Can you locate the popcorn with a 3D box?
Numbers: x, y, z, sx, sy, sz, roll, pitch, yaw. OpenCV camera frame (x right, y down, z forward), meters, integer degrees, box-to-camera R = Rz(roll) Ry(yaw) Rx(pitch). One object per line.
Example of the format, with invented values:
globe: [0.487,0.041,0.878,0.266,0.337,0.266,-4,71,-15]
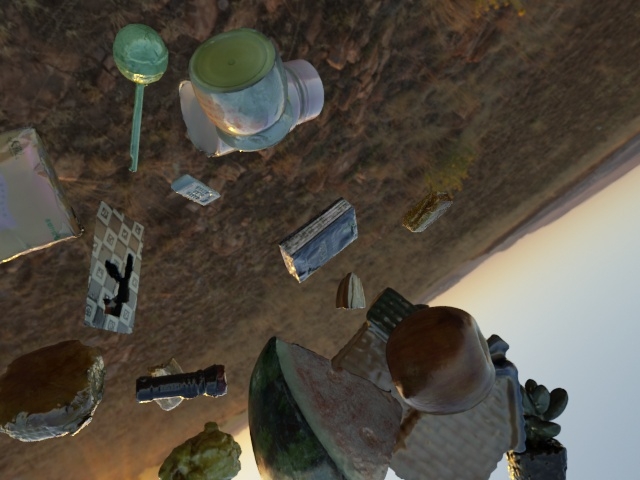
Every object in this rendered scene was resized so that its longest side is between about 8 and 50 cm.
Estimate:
popcorn: [-0.378,0.718,1.291,0.242,0.235,0.250,11,-126,51]

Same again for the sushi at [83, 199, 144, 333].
sushi: [-0.484,0.070,0.938,0.043,0.279,0.192,-6,162,6]

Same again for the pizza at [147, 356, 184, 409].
pizza: [-0.523,0.491,1.397,0.056,0.134,0.271,-61,158,-55]

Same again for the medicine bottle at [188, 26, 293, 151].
medicine bottle: [-0.124,-0.240,0.669,0.147,0.147,0.143,-33,156,-10]

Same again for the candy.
candy: [-0.472,-0.339,1.061,0.119,0.119,0.440,-23,156,-38]

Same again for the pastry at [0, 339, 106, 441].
pastry: [-0.559,0.313,0.857,0.218,0.229,0.100,-32,134,-41]

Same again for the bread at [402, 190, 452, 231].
bread: [0.273,-0.075,1.050,0.074,0.053,0.132,-8,149,-41]

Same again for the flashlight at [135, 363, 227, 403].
flashlight: [-0.376,0.394,1.108,0.232,0.093,0.093,-4,153,-19]

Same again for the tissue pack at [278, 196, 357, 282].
tissue pack: [0.000,0.000,1.176,0.235,0.073,0.173,-38,152,-16]

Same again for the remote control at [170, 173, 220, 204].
remote control: [-0.341,-0.139,1.124,0.061,0.029,0.162,-26,165,8]

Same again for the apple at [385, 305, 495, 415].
apple: [0.238,0.237,0.815,0.188,0.211,0.211,-24,171,27]

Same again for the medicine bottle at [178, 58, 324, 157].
medicine bottle: [-0.188,-0.390,1.169,0.379,0.213,0.213,-30,164,-34]

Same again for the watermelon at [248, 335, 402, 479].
watermelon: [0.015,0.345,0.666,0.293,0.250,0.283,11,129,-8]

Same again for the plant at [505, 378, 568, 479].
plant: [0.569,0.514,1.081,0.147,0.274,0.149,5,174,-2]

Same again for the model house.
model house: [0.280,0.353,1.085,0.400,0.445,0.395,-56,169,7]

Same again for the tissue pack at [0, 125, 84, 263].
tissue pack: [-0.678,-0.095,0.901,0.215,0.256,0.123,-22,-169,-15]

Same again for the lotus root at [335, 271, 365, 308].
lotus root: [0.099,0.193,1.459,0.095,0.135,0.159,-6,158,23]
